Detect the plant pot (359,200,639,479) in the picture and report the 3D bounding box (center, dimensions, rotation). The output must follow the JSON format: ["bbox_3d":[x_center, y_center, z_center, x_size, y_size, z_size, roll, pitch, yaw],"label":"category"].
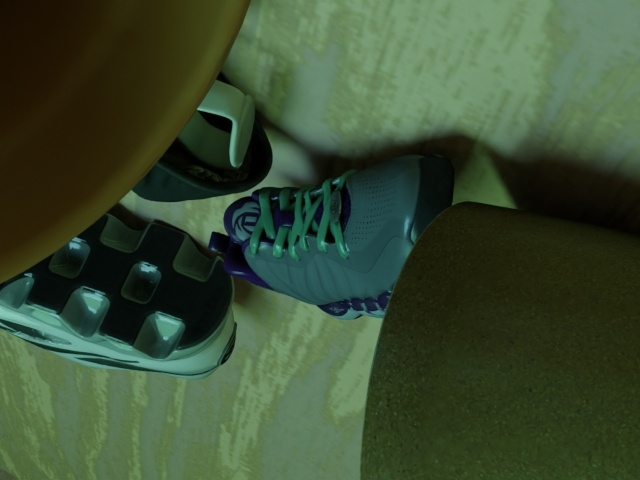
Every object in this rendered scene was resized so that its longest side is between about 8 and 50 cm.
[{"bbox_3d":[0.180,0.103,0.848,0.254,0.237,0.237,2,150,27],"label":"plant pot"}]

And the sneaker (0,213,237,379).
[{"bbox_3d":[-0.215,0.025,1.336,0.330,0.122,0.146,26,159,13],"label":"sneaker"}]

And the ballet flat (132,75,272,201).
[{"bbox_3d":[-0.090,-0.093,0.913,0.096,0.095,0.280,11,166,20],"label":"ballet flat"}]

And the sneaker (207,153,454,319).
[{"bbox_3d":[0.000,0.000,0.980,0.098,0.083,0.223,12,165,-12],"label":"sneaker"}]

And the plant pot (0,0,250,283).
[{"bbox_3d":[-0.191,-0.141,0.669,0.203,0.291,0.291,36,169,37],"label":"plant pot"}]
